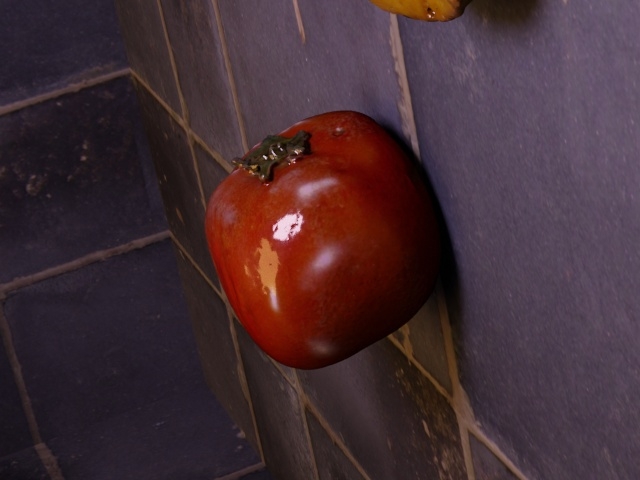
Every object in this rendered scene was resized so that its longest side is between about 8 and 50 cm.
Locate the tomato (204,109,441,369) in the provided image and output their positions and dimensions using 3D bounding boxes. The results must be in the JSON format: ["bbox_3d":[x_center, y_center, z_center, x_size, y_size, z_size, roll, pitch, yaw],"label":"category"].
[{"bbox_3d":[0.000,0.000,2.331,0.290,0.293,0.325,61,164,-23],"label":"tomato"}]

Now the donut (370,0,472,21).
[{"bbox_3d":[0.097,-0.350,1.808,0.277,0.108,0.277,48,153,33],"label":"donut"}]
